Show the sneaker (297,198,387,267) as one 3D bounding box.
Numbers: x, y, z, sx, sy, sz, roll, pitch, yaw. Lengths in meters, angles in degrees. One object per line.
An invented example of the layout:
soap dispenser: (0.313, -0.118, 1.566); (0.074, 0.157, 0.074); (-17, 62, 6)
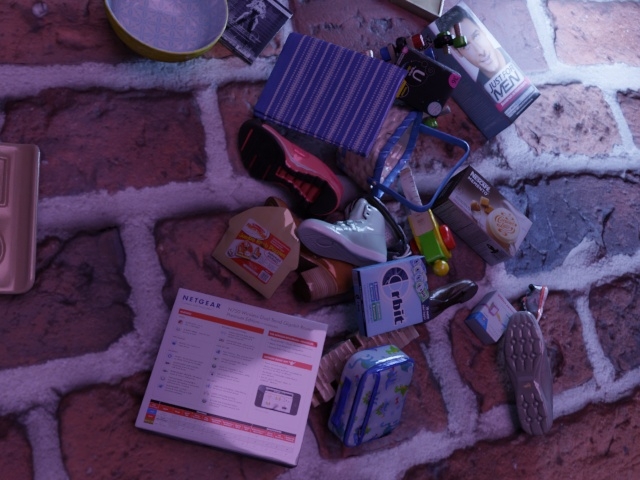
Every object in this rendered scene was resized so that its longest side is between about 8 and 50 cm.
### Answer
sneaker: (0.052, -0.037, 1.562); (0.256, 0.094, 0.151); (22, 60, -36)

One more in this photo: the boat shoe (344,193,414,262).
boat shoe: (0.174, 0.018, 1.700); (0.114, 0.091, 0.302); (-40, 92, -29)

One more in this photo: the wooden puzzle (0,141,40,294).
wooden puzzle: (-0.745, -0.048, 1.316); (0.347, 0.080, 0.322); (1, 72, -19)

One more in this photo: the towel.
towel: (0.018, -0.366, 1.657); (0.336, 0.040, 0.243); (24, 87, 18)

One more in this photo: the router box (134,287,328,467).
router box: (-0.178, 0.287, 1.402); (0.335, 0.082, 0.301); (15, 66, -1)

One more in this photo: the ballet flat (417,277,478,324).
ballet flat: (0.305, 0.151, 1.737); (0.250, 0.084, 0.058); (-20, 45, -27)

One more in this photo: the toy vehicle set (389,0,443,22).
toy vehicle set: (0.315, -0.820, 2.077); (0.166, 0.035, 0.267); (21, 65, -17)

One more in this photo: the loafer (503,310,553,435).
loafer: (0.549, 0.346, 1.752); (0.111, 0.112, 0.319); (10, 75, -64)

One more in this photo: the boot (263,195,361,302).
boot: (0.000, 0.000, 1.624); (0.220, 0.109, 0.283); (-19, 71, -36)

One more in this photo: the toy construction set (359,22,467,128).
toy construction set: (0.229, -0.414, 1.820); (0.309, 0.257, 0.237); (-12, 91, -7)

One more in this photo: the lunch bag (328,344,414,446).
lunch bag: (0.112, 0.350, 1.493); (0.176, 0.090, 0.219); (-3, 116, -40)

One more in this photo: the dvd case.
dvd case: (-0.194, -0.589, 1.778); (0.164, 0.018, 0.221); (36, 63, -8)

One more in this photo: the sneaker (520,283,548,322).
sneaker: (0.585, 0.191, 1.862); (0.065, 0.061, 0.158); (20, 62, 12)

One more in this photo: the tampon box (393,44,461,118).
tampon box: (0.252, -0.402, 1.679); (0.161, 0.120, 0.101); (27, 21, -2)

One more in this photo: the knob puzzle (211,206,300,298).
knob puzzle: (-0.129, 0.006, 1.537); (0.213, 0.030, 0.213); (0, 92, 9)

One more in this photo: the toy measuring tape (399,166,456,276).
toy measuring tape: (0.281, -0.042, 1.778); (0.121, 0.121, 0.330); (2, 55, -24)

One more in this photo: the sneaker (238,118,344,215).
sneaker: (-0.072, -0.185, 1.667); (0.314, 0.116, 0.136); (41, 27, 3)

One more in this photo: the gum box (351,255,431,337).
gum box: (0.168, 0.128, 1.560); (0.184, 0.041, 0.157); (-11, 98, -27)

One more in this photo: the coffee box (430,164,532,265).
coffee box: (0.446, -0.068, 1.849); (0.246, 0.098, 0.141); (42, 61, -7)

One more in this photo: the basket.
basket: (0.207, -0.222, 1.716); (0.289, 0.201, 0.255); (29, 59, 21)

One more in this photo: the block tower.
block tower: (0.086, 0.268, 1.578); (0.335, 0.091, 0.097); (-31, 88, -29)

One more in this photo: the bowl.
bowl: (-0.381, -0.534, 1.594); (0.289, 0.156, 0.289); (8, 69, -22)

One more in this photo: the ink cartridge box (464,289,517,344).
ink cartridge box: (0.460, 0.206, 1.791); (0.088, 0.052, 0.122); (49, 59, -3)

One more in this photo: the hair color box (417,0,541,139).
hair color box: (0.465, -0.511, 1.999); (0.374, 0.113, 0.185); (49, 61, -2)
